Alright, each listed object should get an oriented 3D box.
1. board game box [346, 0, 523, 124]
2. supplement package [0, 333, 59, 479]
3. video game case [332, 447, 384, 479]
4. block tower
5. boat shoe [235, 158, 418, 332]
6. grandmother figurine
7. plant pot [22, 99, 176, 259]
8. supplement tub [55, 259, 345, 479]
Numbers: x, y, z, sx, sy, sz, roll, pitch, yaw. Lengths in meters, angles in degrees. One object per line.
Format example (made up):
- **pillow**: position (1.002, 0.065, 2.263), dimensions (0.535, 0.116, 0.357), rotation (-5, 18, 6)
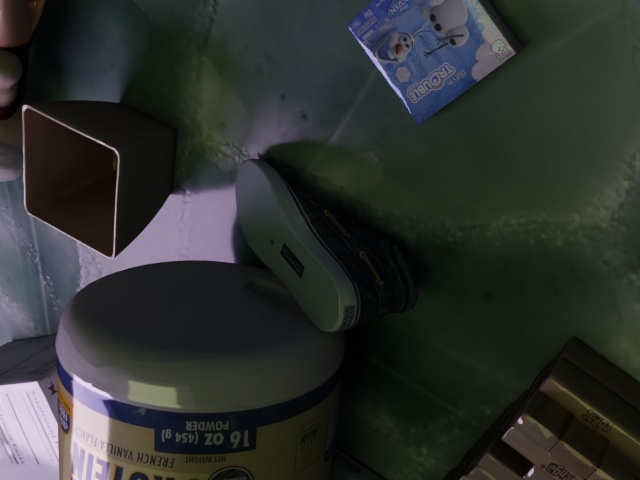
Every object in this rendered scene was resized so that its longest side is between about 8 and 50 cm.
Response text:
- **board game box**: position (0.077, -0.141, 0.548), dimensions (0.090, 0.020, 0.090), rotation (-35, 93, 39)
- **supplement package**: position (-0.308, 0.190, 0.891), dimensions (0.244, 0.139, 0.134), rotation (-12, 105, 37)
- **video game case**: position (-0.028, 0.280, 0.827), dimensions (0.193, 0.023, 0.212), rotation (30, 126, 18)
- **block tower**: position (0.136, 0.229, 0.652), dimensions (0.097, 0.091, 0.335), rotation (37, 127, 13)
- **boat shoe**: position (0.000, 0.000, 0.648), dimensions (0.183, 0.083, 0.065), rotation (54, 135, 34)
- **grandmother figurine**: position (-0.280, -0.188, 0.696), dimensions (0.104, 0.208, 0.342), rotation (7, 131, -21)
- **plant pot**: position (-0.190, -0.067, 0.711), dimensions (0.109, 0.096, 0.109), rotation (26, 126, 20)
- **supplement tub**: position (-0.102, 0.197, 0.677), dimensions (0.228, 0.228, 0.316), rotation (14, 111, 27)
